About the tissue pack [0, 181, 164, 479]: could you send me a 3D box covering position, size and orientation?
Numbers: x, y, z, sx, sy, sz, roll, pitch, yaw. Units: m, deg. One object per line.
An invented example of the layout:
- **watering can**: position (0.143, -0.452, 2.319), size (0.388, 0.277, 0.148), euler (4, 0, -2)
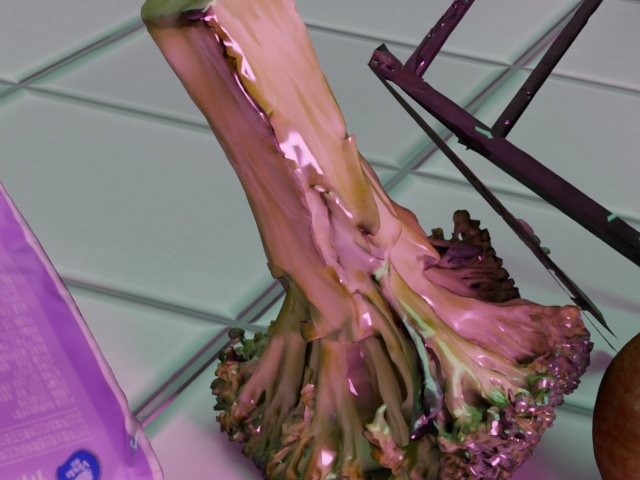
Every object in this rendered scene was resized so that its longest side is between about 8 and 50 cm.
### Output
- **tissue pack**: position (-0.280, 0.102, 0.999), size (0.338, 0.160, 0.242), euler (-13, 66, -41)

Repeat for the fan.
- **fan**: position (0.140, 0.000, 1.303), size (0.233, 0.012, 0.415), euler (51, 4, 30)

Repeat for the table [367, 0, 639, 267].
- **table**: position (0.238, -0.106, 1.405), size (0.272, 0.222, 0.335), euler (38, 3, 15)

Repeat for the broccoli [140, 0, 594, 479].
- **broccoli**: position (-0.002, -0.005, 1.204), size (0.221, 0.361, 0.252), euler (-31, 2, -8)

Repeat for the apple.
- **apple**: position (0.241, 0.118, 1.221), size (0.146, 0.146, 0.131), euler (5, 24, -3)
